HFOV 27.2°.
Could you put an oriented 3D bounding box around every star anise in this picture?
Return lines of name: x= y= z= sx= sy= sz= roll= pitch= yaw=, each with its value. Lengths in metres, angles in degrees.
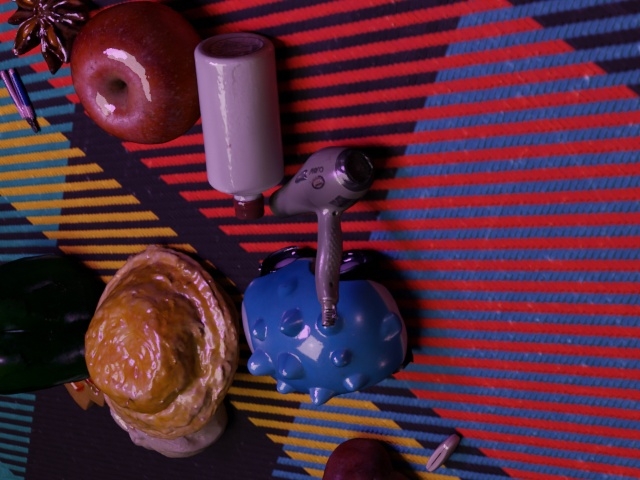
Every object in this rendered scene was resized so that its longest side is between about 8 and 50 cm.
star anise: x=-0.382 y=-0.301 z=1.913 sx=0.177 sy=0.073 sz=0.234 roll=-17 pitch=89 yaw=43

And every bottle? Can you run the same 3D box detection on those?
bottle: x=-0.102 y=-0.140 z=1.716 sx=0.104 sy=0.104 sz=0.245 roll=21 pitch=127 yaw=35

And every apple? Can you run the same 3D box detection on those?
apple: x=-0.233 y=-0.229 z=1.761 sx=0.201 sy=0.162 sz=0.201 roll=17 pitch=129 yaw=22

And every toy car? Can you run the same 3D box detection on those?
toy car: x=-0.010 y=0.124 z=1.775 sx=0.255 sy=0.190 sz=0.188 roll=4 pitch=123 yaw=46

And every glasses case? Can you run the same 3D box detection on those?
glasses case: x=0.171 y=0.297 z=1.847 sx=0.021 sy=0.032 sz=0.083 roll=45 pitch=142 yaw=15

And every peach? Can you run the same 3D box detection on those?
peach: x=0.061 y=0.375 z=1.933 sx=0.152 sy=0.152 sz=0.152 roll=27 pitch=136 yaw=30

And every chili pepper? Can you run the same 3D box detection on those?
chili pepper: x=-0.505 y=0.154 z=2.255 sx=0.248 sy=0.257 sz=0.233 roll=-40 pitch=72 yaw=44

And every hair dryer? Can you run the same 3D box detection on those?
hair dryer: x=-0.010 y=-0.018 z=1.712 sx=0.219 sy=0.088 sz=0.225 roll=22 pitch=103 yaw=64

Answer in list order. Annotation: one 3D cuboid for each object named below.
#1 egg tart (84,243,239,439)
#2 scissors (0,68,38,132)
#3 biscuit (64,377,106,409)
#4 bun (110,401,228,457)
egg tart: x=-0.267 y=0.162 z=2.045 sx=0.319 sy=0.128 sz=0.319 roll=2 pitch=93 yaw=37
scissors: x=-0.483 y=-0.224 z=2.136 sx=0.039 sy=0.012 sz=0.113 roll=-3 pitch=116 yaw=48
biscuit: x=-0.432 y=0.228 z=2.419 sx=0.239 sy=0.041 sz=0.212 roll=3 pitch=119 yaw=46
bun: x=-0.270 y=0.275 z=2.213 sx=0.231 sy=0.133 sz=0.231 roll=29 pitch=137 yaw=31
